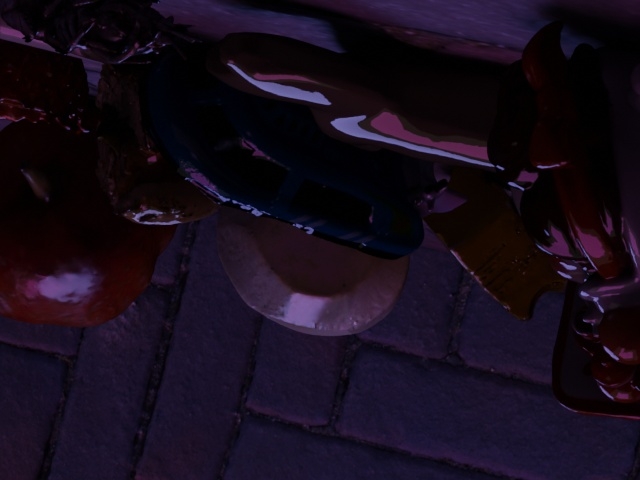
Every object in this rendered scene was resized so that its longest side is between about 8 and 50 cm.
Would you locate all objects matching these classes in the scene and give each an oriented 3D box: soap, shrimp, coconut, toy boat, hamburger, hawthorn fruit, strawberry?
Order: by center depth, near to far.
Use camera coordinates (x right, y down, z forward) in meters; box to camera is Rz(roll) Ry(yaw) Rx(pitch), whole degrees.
[{"bbox_3d":[-0.133,-0.136,0.816,0.165,0.056,0.065,8,168,41],"label":"shrimp"},{"bbox_3d":[-0.005,-0.081,1.036,0.092,0.134,0.299,-32,148,30],"label":"toy boat"},{"bbox_3d":[-0.253,-0.136,1.071,0.145,0.086,0.145,10,170,2],"label":"strawberry"},{"bbox_3d":[-0.130,-0.089,1.133,0.131,0.124,0.262,-1,-167,-14],"label":"hamburger"},{"bbox_3d":[0.176,0.003,1.332,0.160,0.080,0.257,47,-176,11],"label":"soap"},{"bbox_3d":[-0.004,0.000,1.469,0.241,0.241,0.241,14,178,1],"label":"coconut"},{"bbox_3d":[-0.316,-0.040,1.589,0.287,0.287,0.330,13,166,4],"label":"hawthorn fruit"}]

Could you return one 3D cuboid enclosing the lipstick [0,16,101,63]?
[{"bbox_3d":[-0.212,-0.158,0.931,0.131,0.038,0.038,13,178,-7],"label":"lipstick"}]

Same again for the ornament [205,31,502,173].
[{"bbox_3d":[0.050,-0.086,0.847,0.230,0.061,0.245,13,179,14],"label":"ornament"}]

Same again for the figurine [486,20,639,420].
[{"bbox_3d":[0.162,-0.022,0.697,0.160,0.183,0.226,0,158,36],"label":"figurine"}]
